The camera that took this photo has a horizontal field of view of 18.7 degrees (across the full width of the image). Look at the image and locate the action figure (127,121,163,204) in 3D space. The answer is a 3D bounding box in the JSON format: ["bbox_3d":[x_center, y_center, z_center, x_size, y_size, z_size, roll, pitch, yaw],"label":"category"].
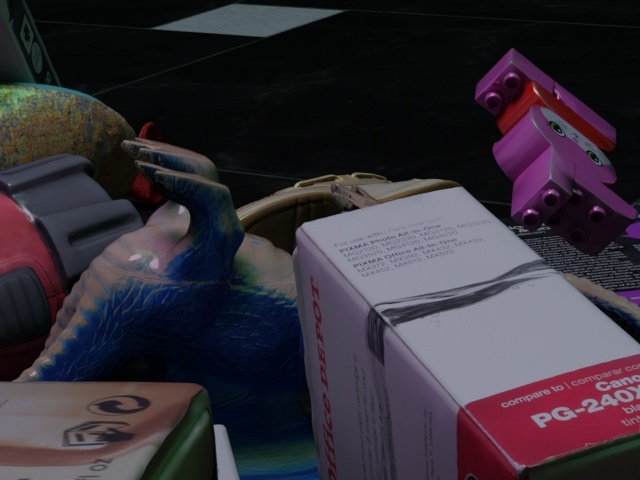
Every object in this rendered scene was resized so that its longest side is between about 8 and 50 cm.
[{"bbox_3d":[-0.232,-0.087,1.159,0.280,0.139,0.091,4,17,31],"label":"action figure"}]

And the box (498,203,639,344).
[{"bbox_3d":[0.134,0.019,0.907,0.116,0.029,0.162,-5,18,-9],"label":"box"}]

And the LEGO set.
[{"bbox_3d":[0.120,0.052,0.657,0.227,0.087,0.093,37,29,-14],"label":"LEGO set"}]

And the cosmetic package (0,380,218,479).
[{"bbox_3d":[-0.175,0.118,0.439,0.296,0.153,0.129,1,16,9],"label":"cosmetic package"}]

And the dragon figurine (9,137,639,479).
[{"bbox_3d":[-0.022,0.050,0.738,0.289,0.144,0.085,12,11,-17],"label":"dragon figurine"}]

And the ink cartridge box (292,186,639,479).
[{"bbox_3d":[0.051,0.065,0.582,0.063,0.109,0.150,-16,31,-17],"label":"ink cartridge box"}]

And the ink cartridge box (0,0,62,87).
[{"bbox_3d":[-0.242,-0.079,0.987,0.206,0.208,0.045,-8,50,8],"label":"ink cartridge box"}]

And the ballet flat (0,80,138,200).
[{"bbox_3d":[-0.262,-0.003,0.949,0.348,0.123,0.123,-3,17,0],"label":"ballet flat"}]

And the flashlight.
[{"bbox_3d":[-0.212,0.051,0.766,0.304,0.103,0.103,-20,52,-33],"label":"flashlight"}]

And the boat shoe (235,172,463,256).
[{"bbox_3d":[0.000,0.000,0.950,0.059,0.063,0.170,9,11,43],"label":"boat shoe"}]

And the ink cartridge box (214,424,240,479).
[{"bbox_3d":[-0.070,0.107,0.599,0.209,0.062,0.109,-5,16,-7],"label":"ink cartridge box"}]
